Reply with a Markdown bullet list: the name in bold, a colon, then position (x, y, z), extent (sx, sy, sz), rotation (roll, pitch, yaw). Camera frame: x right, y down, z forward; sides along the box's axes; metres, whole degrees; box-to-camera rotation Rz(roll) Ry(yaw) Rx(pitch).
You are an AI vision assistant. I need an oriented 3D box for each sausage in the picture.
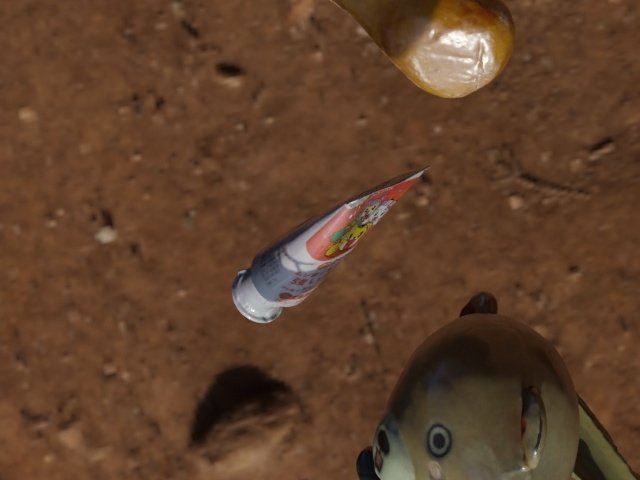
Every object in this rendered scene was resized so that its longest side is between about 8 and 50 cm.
- **sausage**: position (0.035, -0.217, 1.259), extent (0.270, 0.109, 0.109), rotation (42, 141, 0)

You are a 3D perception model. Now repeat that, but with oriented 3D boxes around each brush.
- **brush**: position (0.270, 0.229, 1.530), extent (0.282, 0.054, 0.048), rotation (55, 173, 24)

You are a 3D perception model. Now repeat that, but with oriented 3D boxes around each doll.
- **doll**: position (0.120, 0.219, 1.367), extent (0.235, 0.174, 0.330), rotation (-105, 26, -64)

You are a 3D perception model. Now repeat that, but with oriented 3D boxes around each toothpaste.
- **toothpaste**: position (0.000, 0.000, 1.362), extent (0.057, 0.089, 0.234), rotation (58, 141, 8)
